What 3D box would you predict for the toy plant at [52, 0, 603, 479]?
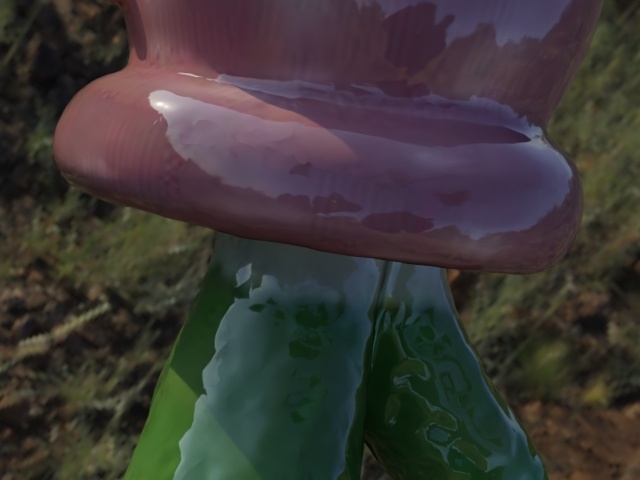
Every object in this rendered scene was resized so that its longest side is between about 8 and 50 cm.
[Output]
[{"bbox_3d":[-0.003,-0.006,0.654,0.210,0.356,0.317,4,7,-3],"label":"toy plant"}]
